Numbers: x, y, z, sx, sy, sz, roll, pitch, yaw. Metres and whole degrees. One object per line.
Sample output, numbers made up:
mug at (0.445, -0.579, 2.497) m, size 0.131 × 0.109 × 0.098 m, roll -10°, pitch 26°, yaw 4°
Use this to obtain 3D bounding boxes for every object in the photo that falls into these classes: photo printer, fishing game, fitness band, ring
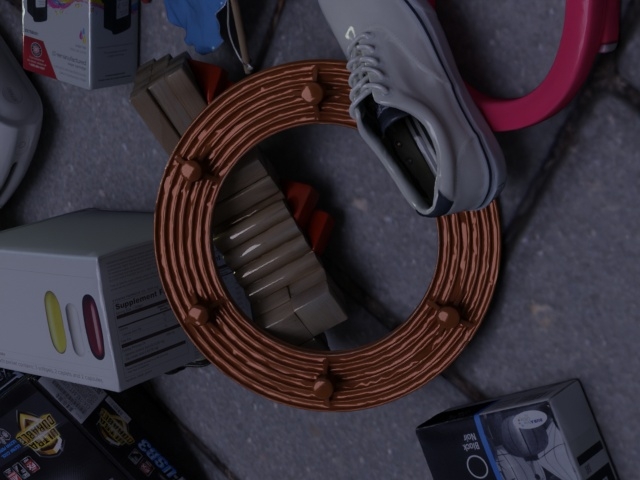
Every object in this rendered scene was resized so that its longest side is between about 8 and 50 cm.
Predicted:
photo printer at (-0.486, -0.179, 1.503) m, size 0.307 × 0.107 × 0.256 m, roll 56°, pitch 131°, yaw 12°
fishing game at (-0.134, -0.279, 1.159) m, size 0.264 × 0.041 × 0.189 m, roll 37°, pitch 146°, yaw 52°
fitness band at (0.148, -0.237, 0.978) m, size 0.209 × 0.054 × 0.290 m, roll 10°, pitch 109°, yaw 41°
ring at (0.000, 0.000, 1.088) m, size 0.337 × 0.032 × 0.336 m, roll 2°, pitch 100°, yaw 12°

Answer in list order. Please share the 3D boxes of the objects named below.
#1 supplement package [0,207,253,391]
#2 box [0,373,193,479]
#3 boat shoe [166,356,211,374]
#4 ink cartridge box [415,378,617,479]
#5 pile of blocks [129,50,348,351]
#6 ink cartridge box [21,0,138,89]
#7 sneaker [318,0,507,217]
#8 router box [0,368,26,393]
supplement package at (-0.243, 0.055, 1.302) m, size 0.262 × 0.204 × 0.145 m, roll 3°, pitch 105°, yaw 41°
box at (-0.308, 0.305, 1.468) m, size 0.293 × 0.073 × 0.295 m, roll 49°, pitch 133°, yaw -8°
boat shoe at (-0.174, 0.133, 1.373) m, size 0.152 × 0.056 × 0.049 m, roll 9°, pitch 115°, yaw 49°
ink cartridge box at (0.220, 0.305, 1.079) m, size 0.165 × 0.065 × 0.332 m, roll -23°, pitch 89°, yaw 42°
pile of blocks at (-0.059, -0.046, 1.191) m, size 0.113 × 0.149 × 0.362 m, roll -28°, pitch 92°, yaw 10°
ink cartridge box at (-0.272, -0.271, 1.312) m, size 0.127 × 0.072 × 0.175 m, roll 20°, pitch 117°, yaw 36°
sneaker at (0.064, -0.136, 0.989) m, size 0.258 × 0.091 × 0.094 m, roll 58°, pitch 135°, yaw 13°
router box at (-0.467, 0.129, 1.539) m, size 0.309 × 0.081 × 0.243 m, roll 50°, pitch 132°, yaw -9°
